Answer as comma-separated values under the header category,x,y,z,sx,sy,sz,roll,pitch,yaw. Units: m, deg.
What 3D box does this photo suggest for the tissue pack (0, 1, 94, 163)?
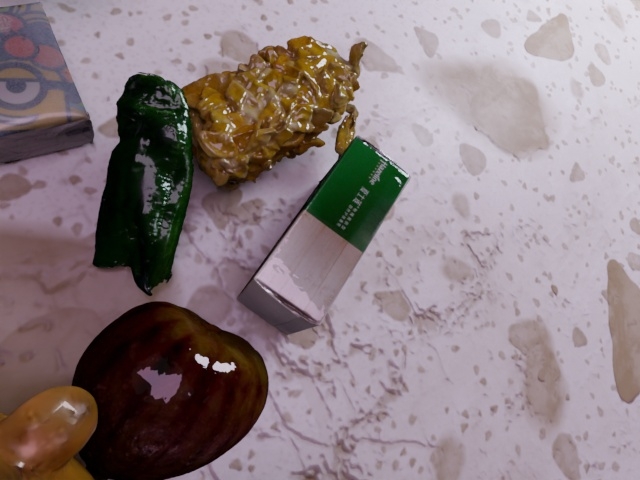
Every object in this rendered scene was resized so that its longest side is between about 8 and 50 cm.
category,x,y,z,sx,sy,sz,roll,pitch,yaw
tissue pack,-0.322,-0.167,0.438,0.108,0.060,0.148,-21,84,-24

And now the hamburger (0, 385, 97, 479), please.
category,x,y,z,sx,sy,sz,roll,pitch,yaw
hamburger,-0.239,0.207,0.220,0.237,0.276,0.276,-39,89,10

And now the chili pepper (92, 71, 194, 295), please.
category,x,y,z,sx,sy,sz,roll,pitch,yaw
chili pepper,-0.182,-0.057,0.429,0.098,0.061,0.224,7,87,10

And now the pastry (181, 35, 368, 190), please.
category,x,y,z,sx,sy,sz,roll,pitch,yaw
pastry,-0.044,-0.157,0.504,0.250,0.102,0.154,-31,75,-21

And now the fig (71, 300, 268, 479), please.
category,x,y,z,sx,sy,sz,roll,pitch,yaw
fig,-0.149,0.137,0.361,0.202,0.148,0.149,-30,105,-32

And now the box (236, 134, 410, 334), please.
category,x,y,z,sx,sy,sz,roll,pitch,yaw
box,0.000,0.000,0.460,0.081,0.135,0.199,34,67,-6
